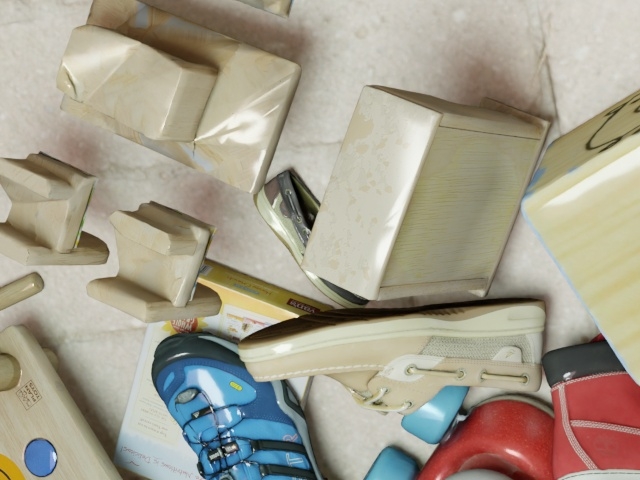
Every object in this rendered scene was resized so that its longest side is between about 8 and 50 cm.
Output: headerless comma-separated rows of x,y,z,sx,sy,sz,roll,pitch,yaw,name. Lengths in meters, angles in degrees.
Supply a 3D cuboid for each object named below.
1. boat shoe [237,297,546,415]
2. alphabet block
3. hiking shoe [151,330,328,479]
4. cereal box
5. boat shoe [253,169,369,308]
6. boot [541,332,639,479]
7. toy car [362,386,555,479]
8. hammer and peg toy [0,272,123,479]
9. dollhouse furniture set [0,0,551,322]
0.071,0.109,1.396,0.109,0.302,0.098,2,95,61,boat shoe
0.308,-0.027,1.311,0.197,0.192,0.193,-32,100,24,alphabet block
-0.060,0.221,1.496,0.113,0.132,0.304,-32,102,22,hiking shoe
-0.100,0.148,1.578,0.173,0.047,0.240,21,115,7,cereal box
0.000,0.000,1.489,0.152,0.056,0.049,47,121,-3,boat shoe
0.319,0.164,1.437,0.244,0.176,0.088,8,152,-20,boot
0.139,0.269,1.444,0.219,0.238,0.210,31,115,5,toy car
-0.348,0.207,1.584,0.266,0.127,0.361,-38,77,20,hammer and peg toy
-0.039,-0.101,1.383,0.394,0.256,0.362,24,101,25,dollhouse furniture set
